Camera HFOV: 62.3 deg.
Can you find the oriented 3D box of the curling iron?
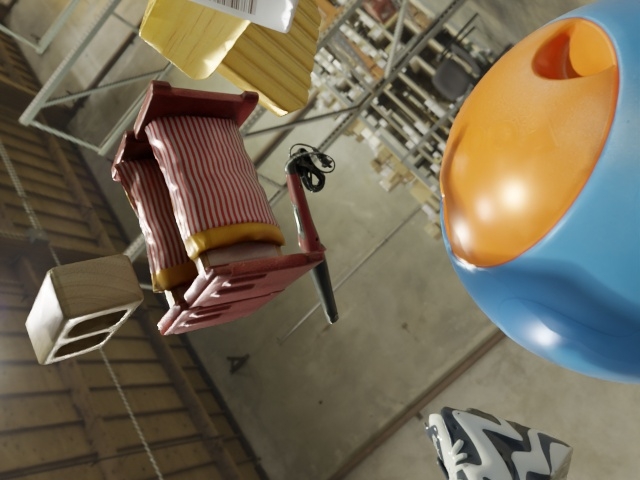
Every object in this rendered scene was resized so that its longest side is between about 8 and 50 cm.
[{"bbox_3d":[0.000,0.000,0.726,0.035,0.068,0.273,-137,34,-61],"label":"curling iron"}]

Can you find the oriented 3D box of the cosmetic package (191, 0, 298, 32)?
[{"bbox_3d":[-0.050,-0.320,0.491,0.118,0.231,0.085,16,161,-9],"label":"cosmetic package"}]

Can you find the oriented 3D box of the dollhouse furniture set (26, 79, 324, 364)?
[{"bbox_3d":[-0.206,-0.012,0.445,0.374,0.152,0.201,-9,-111,-41],"label":"dollhouse furniture set"}]

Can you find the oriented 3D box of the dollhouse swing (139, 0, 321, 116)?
[{"bbox_3d":[-0.064,-0.416,0.802,0.305,0.315,0.346,21,-117,-28],"label":"dollhouse swing"}]

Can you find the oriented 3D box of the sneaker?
[{"bbox_3d":[0.156,0.265,0.586,0.153,0.235,0.094,22,129,43],"label":"sneaker"}]

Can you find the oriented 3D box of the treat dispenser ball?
[{"bbox_3d":[0.238,-0.037,0.408,0.288,0.288,0.288,42,-167,-11],"label":"treat dispenser ball"}]
